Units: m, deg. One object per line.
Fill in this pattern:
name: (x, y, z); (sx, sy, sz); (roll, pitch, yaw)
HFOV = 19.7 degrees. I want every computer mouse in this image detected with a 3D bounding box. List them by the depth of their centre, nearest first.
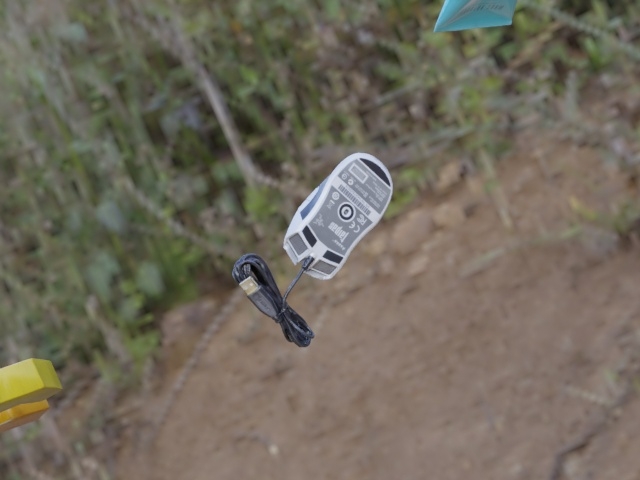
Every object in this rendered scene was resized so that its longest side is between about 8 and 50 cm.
computer mouse: (0.000, 0.000, 1.769); (0.193, 0.106, 0.042); (-52, 17, -18)

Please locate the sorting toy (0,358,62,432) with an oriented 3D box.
sorting toy: (-0.272, 0.130, 0.988); (0.307, 0.041, 0.229); (-19, -11, -28)

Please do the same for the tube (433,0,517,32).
tube: (0.155, -0.260, 1.529); (0.080, 0.052, 0.207); (-5, -45, -24)
